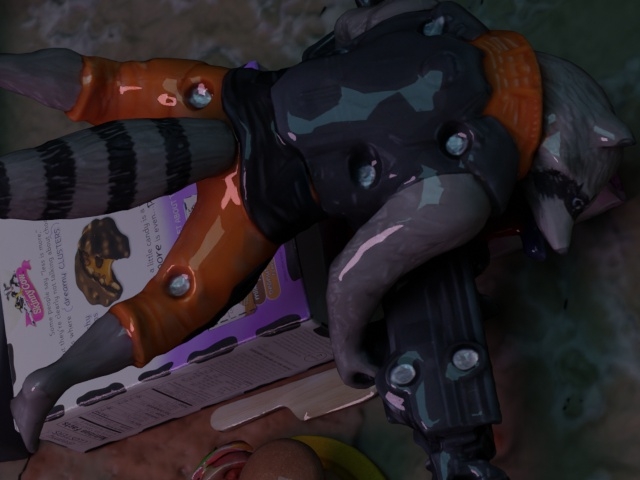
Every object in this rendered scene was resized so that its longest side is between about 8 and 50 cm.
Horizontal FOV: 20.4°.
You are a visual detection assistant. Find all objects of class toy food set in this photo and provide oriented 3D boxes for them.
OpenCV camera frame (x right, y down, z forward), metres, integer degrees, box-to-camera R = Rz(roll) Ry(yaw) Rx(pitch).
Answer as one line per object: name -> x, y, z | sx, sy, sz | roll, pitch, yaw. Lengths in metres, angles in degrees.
toy food set -> -0.026, 0.166, 0.938 | 0.128, 0.071, 0.217 | -13, 66, 26

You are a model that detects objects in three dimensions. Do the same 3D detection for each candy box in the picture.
candy box -> -0.089, 0.013, 1.031 | 0.196, 0.070, 0.164 | -22, 63, 21

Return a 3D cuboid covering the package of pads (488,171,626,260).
package of pads -> 0.116, -0.027, 0.950 | 0.083, 0.032, 0.050 | -25, 64, 20

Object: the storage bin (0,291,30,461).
storage bin -> -0.225, 0.075, 1.079 | 0.091, 0.098, 0.135 | -5, 70, 18

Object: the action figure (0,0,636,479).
action figure -> 0.000, 0.000, 0.862 | 0.330, 0.178, 0.341 | -15, 65, -5
